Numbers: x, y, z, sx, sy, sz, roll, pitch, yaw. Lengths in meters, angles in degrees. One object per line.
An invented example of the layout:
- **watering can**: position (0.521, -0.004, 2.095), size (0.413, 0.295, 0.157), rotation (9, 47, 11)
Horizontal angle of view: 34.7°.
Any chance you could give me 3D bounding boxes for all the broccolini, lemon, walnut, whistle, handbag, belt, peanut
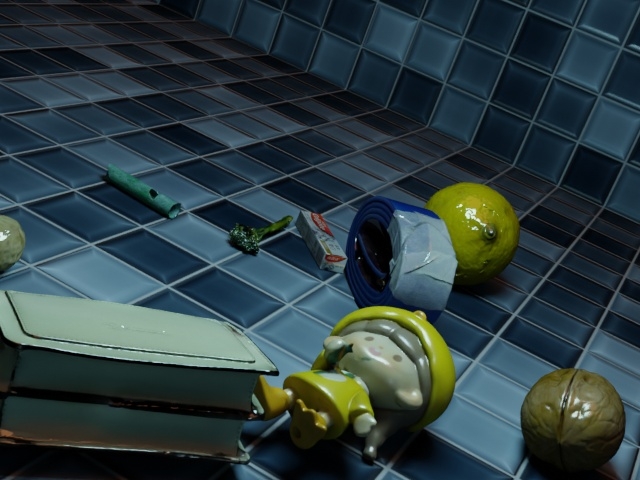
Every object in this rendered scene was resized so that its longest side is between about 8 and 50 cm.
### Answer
- **broccolini**: position (-0.120, -0.015, 2.135), size (0.057, 0.071, 0.254), rotation (-17, 2, 20)
- **lemon**: position (0.327, -0.012, 2.268), size (0.228, 0.228, 0.253), rotation (29, 2, 22)
- **walnut**: position (0.411, 0.292, 1.672), size (0.167, 0.167, 0.207), rotation (27, 19, 16)
- **whistle**: position (-0.365, -0.101, 2.091), size (0.186, 0.039, 0.039), rotation (30, 22, 23)
- **handbag**: position (-0.267, 0.170, 1.332), size (0.358, 0.160, 0.237), rotation (11, 17, -28)
- **belt**: position (0.150, 0.035, 1.995), size (0.117, 0.212, 0.347), rotation (16, 16, -17)
- **peanut**: position (-0.540, 0.016, 1.561), size (0.104, 0.086, 0.228), rotation (18, 20, 20)

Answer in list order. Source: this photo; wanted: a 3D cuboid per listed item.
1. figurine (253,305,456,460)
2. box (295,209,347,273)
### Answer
- **figurine**: position (0.052, 0.208, 1.520), size (0.343, 0.187, 0.215), rotation (-12, 46, -46)
- **box**: position (0.000, 0.000, 2.182), size (0.055, 0.040, 0.218), rotation (12, 22, -20)
